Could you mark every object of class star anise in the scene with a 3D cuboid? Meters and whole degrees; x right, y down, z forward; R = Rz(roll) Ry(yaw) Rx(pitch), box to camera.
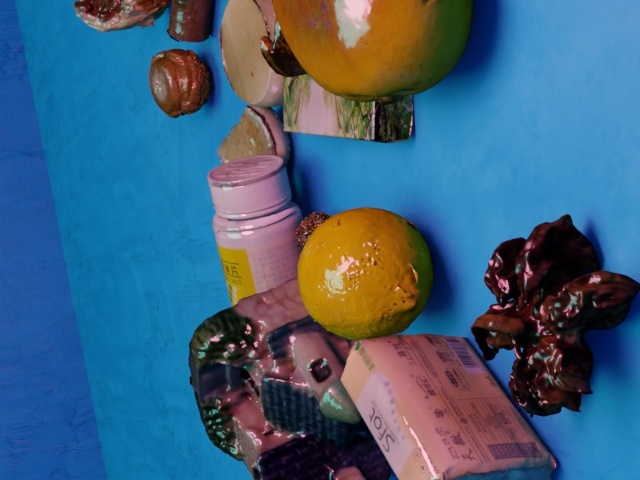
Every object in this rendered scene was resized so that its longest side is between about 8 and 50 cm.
[{"bbox_3d":[0.226,0.088,1.028,0.190,0.125,0.220,42,133,47],"label":"star anise"}]

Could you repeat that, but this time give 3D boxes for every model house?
[{"bbox_3d":[-0.026,0.256,1.487,0.284,0.243,0.298,49,153,39],"label":"model house"}]

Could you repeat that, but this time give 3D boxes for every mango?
[{"bbox_3d":[0.034,-0.314,1.171,0.365,0.182,0.253,57,142,28],"label":"mango"}]

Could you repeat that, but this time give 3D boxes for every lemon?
[{"bbox_3d":[0.059,0.044,1.296,0.206,0.173,0.173,16,114,53],"label":"lemon"}]

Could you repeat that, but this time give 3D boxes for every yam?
[{"bbox_3d":[-0.231,-0.424,1.817,0.084,0.084,0.127,54,141,42],"label":"yam"}]

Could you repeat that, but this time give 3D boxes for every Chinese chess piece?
[{"bbox_3d":[-0.085,-0.301,1.569,0.188,0.083,0.188,28,123,55],"label":"Chinese chess piece"}]

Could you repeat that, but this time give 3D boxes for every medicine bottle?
[{"bbox_3d":[-0.090,0.005,1.582,0.143,0.143,0.258,29,133,58],"label":"medicine bottle"}]

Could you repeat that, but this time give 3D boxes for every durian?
[{"bbox_3d":[0.000,0.000,1.514,0.080,0.080,0.091,12,113,63],"label":"durian"}]

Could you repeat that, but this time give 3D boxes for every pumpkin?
[{"bbox_3d":[-0.013,-0.318,1.362,0.107,0.119,0.183,-3,81,33],"label":"pumpkin"}]

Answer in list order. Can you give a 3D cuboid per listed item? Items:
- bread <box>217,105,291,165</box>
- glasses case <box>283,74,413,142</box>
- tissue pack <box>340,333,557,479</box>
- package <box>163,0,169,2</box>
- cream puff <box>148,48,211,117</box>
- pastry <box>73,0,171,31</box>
[{"bbox_3d":[-0.106,-0.122,1.684,0.172,0.064,0.232,25,124,46],"label":"bread"},{"bbox_3d":[0.031,-0.189,1.389,0.272,0.062,0.095,18,110,61],"label":"glasses case"},{"bbox_3d":[0.146,0.210,1.168,0.222,0.186,0.090,57,134,39],"label":"tissue pack"},{"bbox_3d":[-0.246,-0.622,1.658,0.196,0.123,0.424,-6,94,35],"label":"package"},{"bbox_3d":[-0.259,-0.298,1.897,0.144,0.103,0.126,14,117,62],"label":"cream puff"},{"bbox_3d":[-0.355,-0.535,1.947,0.236,0.170,0.256,-10,81,44],"label":"pastry"}]
